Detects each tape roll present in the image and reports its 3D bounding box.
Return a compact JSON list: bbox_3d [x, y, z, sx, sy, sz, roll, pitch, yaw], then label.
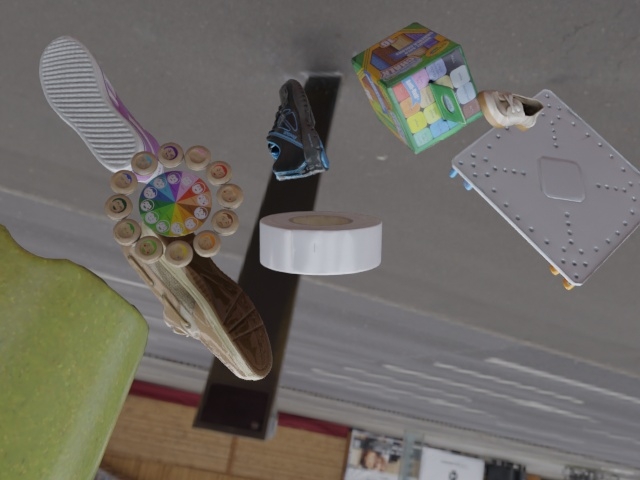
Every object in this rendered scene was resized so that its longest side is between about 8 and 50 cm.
[{"bbox_3d":[0.000,0.000,1.667,0.286,0.100,0.286,1,-169,0],"label":"tape roll"}]

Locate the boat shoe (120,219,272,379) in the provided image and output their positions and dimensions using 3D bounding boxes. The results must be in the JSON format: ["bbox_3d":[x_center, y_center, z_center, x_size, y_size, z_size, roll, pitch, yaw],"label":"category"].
[{"bbox_3d":[-0.212,0.107,1.251,0.110,0.341,0.121,-37,176,23],"label":"boat shoe"}]

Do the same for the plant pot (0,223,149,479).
[{"bbox_3d":[-0.249,0.127,0.469,0.276,0.254,0.276,20,155,10],"label":"plant pot"}]

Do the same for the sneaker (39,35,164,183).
[{"bbox_3d":[-0.364,-0.208,1.229,0.102,0.282,0.161,-34,166,6],"label":"sneaker"}]

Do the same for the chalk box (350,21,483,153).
[{"bbox_3d":[0.217,-0.321,1.550,0.179,0.289,0.180,-30,123,0],"label":"chalk box"}]

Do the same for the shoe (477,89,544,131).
[{"bbox_3d":[0.356,-0.250,1.347,0.058,0.077,0.219,-30,165,33],"label":"shoe"}]

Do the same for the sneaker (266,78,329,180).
[{"bbox_3d":[-0.080,-0.289,1.841,0.139,0.341,0.125,-19,136,5],"label":"sneaker"}]

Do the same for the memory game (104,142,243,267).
[{"bbox_3d":[-0.195,-0.051,0.972,0.186,0.186,0.012,10,157,0],"label":"memory game"}]

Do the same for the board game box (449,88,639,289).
[{"bbox_3d":[0.549,-0.130,1.683,0.390,0.390,0.050,47,151,12],"label":"board game box"}]
